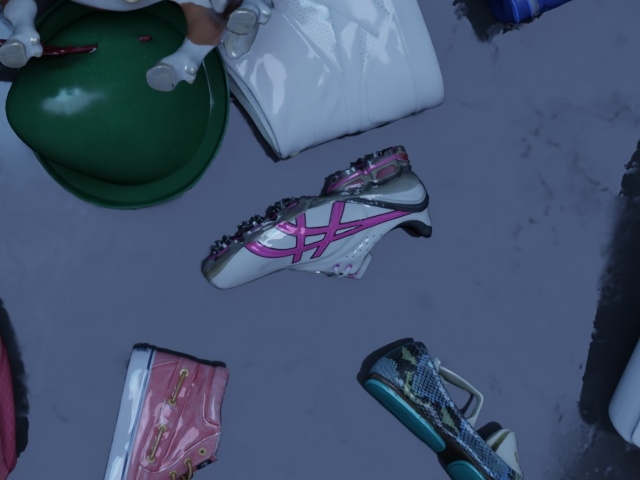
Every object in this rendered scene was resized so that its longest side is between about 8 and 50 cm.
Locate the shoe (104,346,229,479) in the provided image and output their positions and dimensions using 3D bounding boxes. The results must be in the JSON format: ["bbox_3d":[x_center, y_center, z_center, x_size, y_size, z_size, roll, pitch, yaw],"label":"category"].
[{"bbox_3d":[-0.122,0.175,1.404,0.081,0.063,0.178,11,85,0],"label":"shoe"}]

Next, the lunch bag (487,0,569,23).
[{"bbox_3d":[0.154,-0.205,1.409,0.065,0.098,0.067,-25,98,-2],"label":"lunch bag"}]

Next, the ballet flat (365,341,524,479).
[{"bbox_3d":[0.117,0.155,1.430,0.070,0.070,0.188,-41,97,-4],"label":"ballet flat"}]

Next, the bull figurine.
[{"bbox_3d":[-0.171,-0.202,1.272,0.310,0.101,0.188,3,46,-8],"label":"bull figurine"}]

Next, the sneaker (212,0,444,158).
[{"bbox_3d":[-0.033,-0.210,1.388,0.169,0.108,0.293,-22,94,-8],"label":"sneaker"}]

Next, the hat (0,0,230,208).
[{"bbox_3d":[-0.195,-0.097,1.311,0.208,0.183,0.173,0,98,22],"label":"hat"}]

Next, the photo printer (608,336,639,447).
[{"bbox_3d":[0.391,0.048,1.376,0.256,0.107,0.308,17,115,-5],"label":"photo printer"}]

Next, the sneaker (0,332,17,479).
[{"bbox_3d":[-0.305,0.053,1.371,0.116,0.136,0.314,-22,70,12],"label":"sneaker"}]

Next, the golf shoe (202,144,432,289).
[{"bbox_3d":[0.000,0.000,1.412,0.186,0.067,0.086,-27,94,-5],"label":"golf shoe"}]
